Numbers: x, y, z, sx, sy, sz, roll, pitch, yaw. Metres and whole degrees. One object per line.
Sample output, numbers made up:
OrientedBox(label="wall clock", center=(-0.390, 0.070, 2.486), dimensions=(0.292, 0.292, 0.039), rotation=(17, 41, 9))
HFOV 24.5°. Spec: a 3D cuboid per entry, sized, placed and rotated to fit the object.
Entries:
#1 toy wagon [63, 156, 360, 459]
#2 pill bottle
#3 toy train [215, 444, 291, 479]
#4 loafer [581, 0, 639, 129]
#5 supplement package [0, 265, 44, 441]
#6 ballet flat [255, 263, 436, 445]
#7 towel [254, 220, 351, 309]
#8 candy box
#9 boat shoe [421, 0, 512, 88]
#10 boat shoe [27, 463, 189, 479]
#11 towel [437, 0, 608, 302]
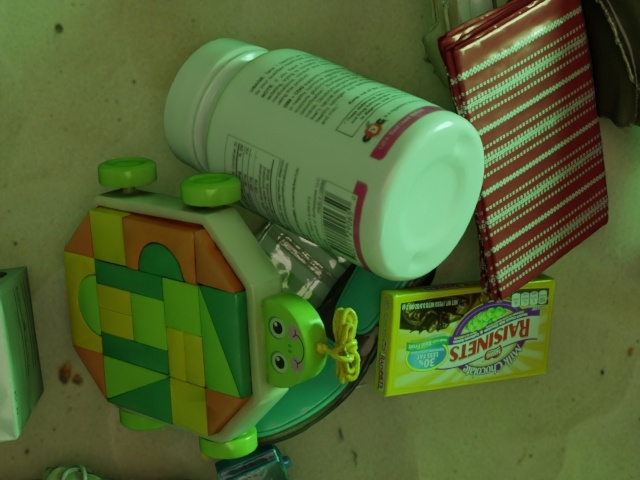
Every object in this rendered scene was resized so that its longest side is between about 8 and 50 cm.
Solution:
OrientedBox(label="toy wagon", center=(-0.111, 0.069, 1.369), dimensions=(0.068, 0.344, 0.267), rotation=(-19, 112, -44))
OrientedBox(label="pill bottle", center=(-0.003, -0.085, 1.375), dimensions=(0.283, 0.160, 0.160), rotation=(27, 91, 34))
OrientedBox(label="toy train", center=(-0.048, 0.286, 1.483), dimensions=(0.080, 0.105, 0.184), rotation=(-21, 95, -3))
OrientedBox(label="loafer", center=(0.322, -0.167, 1.471), dimensions=(0.130, 0.134, 0.366), rotation=(-31, 87, 21))
OrientedBox(label="supplement package", center=(-0.344, 0.106, 1.377), dimensions=(0.139, 0.244, 0.134), rotation=(-7, 95, -5))
OrientedBox(label="ballet flat", center=(0.024, 0.104, 1.479), dimensions=(0.280, 0.096, 0.095), rotation=(-46, 67, -4))
OrientedBox(label="towel", center=(0.000, 0.000, 1.511), dimensions=(0.113, 0.023, 0.152), rotation=(40, 90, -5))
OrientedBox(label="candy box", center=(0.147, 0.094, 1.476), dimensions=(0.206, 0.027, 0.105), rotation=(-5, 108, -32))
OrientedBox(label="boat shoe", center=(0.161, -0.199, 1.475), dimensions=(0.103, 0.113, 0.302), rotation=(7, 104, 30))
OrientedBox(label="boat shoe", center=(-0.256, 0.272, 1.466), dimensions=(0.302, 0.109, 0.094), rotation=(-10, 92, -1))
OrientedBox(label="towel", center=(0.203, -0.102, 1.432), dimensions=(0.199, 0.031, 0.275), rotation=(-32, 121, -35))
